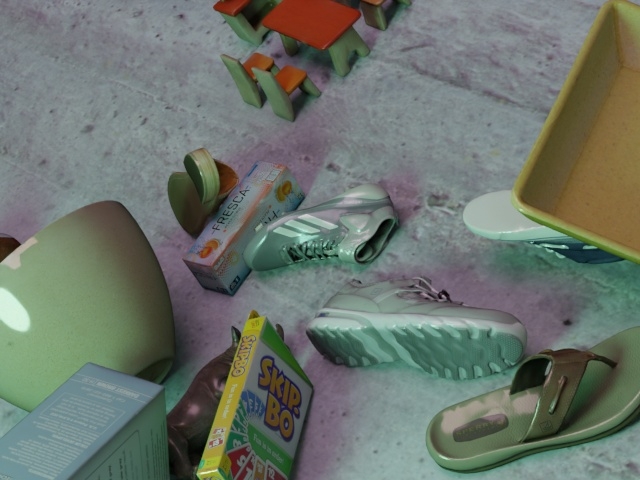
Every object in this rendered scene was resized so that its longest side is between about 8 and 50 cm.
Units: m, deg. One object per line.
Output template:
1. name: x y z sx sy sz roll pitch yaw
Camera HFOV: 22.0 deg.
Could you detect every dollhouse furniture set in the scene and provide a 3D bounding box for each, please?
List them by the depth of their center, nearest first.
1. dollhouse furniture set: -0.047 -0.334 2.387 0.262 0.135 0.259 -46 43 -17

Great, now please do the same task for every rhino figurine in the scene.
1. rhino figurine: -0.116 0.187 1.958 0.106 0.073 0.243 14 56 36

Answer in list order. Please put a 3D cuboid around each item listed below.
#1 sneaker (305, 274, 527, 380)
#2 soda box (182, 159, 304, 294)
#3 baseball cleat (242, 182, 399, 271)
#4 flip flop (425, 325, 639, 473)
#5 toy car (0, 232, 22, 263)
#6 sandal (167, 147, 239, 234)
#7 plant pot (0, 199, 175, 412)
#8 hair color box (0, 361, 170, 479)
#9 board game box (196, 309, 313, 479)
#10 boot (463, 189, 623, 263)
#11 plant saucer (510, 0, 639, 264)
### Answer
1. sneaker: 0.115 0.082 1.899 0.281 0.105 0.115 5 52 35
2. soda box: -0.100 -0.019 2.159 0.058 0.063 0.183 12 56 41
3. baseball cleat: 0.000 0.000 2.078 0.206 0.072 0.109 -29 47 7
4. flip flop: 0.237 0.165 1.764 0.277 0.080 0.112 -21 42 11
5. toy car: -0.492 0.016 2.260 0.155 0.188 0.149 5 52 34
6. sandal: -0.141 -0.073 2.169 0.079 0.240 0.088 -22 82 -16
7. plant pot: -0.287 0.116 2.016 0.284 0.284 0.191 -41 77 -12
8. hair color box: -0.306 0.310 1.752 0.113 0.185 0.374 15 33 23
9. board game box: -0.068 0.203 1.852 0.039 0.124 0.259 -16 36 24
10. boot: 0.264 -0.008 1.916 0.190 0.086 0.069 3 54 31
11. plant saucer: 0.412 -0.080 1.829 0.332 0.081 0.333 24 59 10
